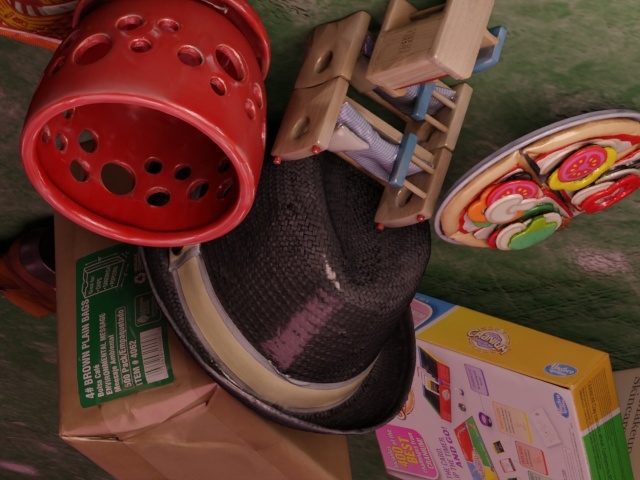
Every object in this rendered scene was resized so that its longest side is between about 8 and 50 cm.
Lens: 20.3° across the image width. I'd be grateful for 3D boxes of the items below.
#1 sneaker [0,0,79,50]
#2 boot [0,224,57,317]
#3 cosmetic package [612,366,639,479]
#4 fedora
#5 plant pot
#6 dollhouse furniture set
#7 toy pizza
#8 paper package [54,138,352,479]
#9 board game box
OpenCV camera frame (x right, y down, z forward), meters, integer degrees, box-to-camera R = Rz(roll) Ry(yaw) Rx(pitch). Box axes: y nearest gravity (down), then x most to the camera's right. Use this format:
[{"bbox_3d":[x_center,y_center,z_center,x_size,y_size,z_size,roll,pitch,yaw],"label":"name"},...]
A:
[{"bbox_3d":[-0.267,-0.197,1.556,0.175,0.064,0.067,22,169,0],"label":"sneaker"},{"bbox_3d":[-0.306,0.084,2.229,0.264,0.096,0.280,29,158,-25],"label":"boot"},{"bbox_3d":[0.366,0.227,1.932,0.113,0.160,0.309,29,155,-24],"label":"cosmetic package"},{"bbox_3d":[0.000,0.000,1.555,0.334,0.334,0.152,28,129,-23],"label":"fedora"},{"bbox_3d":[-0.130,-0.116,1.449,0.191,0.174,0.191,9,143,7],"label":"plant pot"},{"bbox_3d":[0.077,-0.102,1.405,0.129,0.129,0.183,31,156,-30],"label":"dollhouse furniture set"},{"bbox_3d":[0.188,-0.041,1.446,0.201,0.032,0.201,-19,158,-8],"label":"toy pizza"},{"bbox_3d":[-0.115,0.085,1.725,0.168,0.325,0.309,-20,144,18],"label":"paper package"},{"bbox_3d":[0.178,0.188,1.891,0.316,0.064,0.242,18,135,42],"label":"board game box"}]
